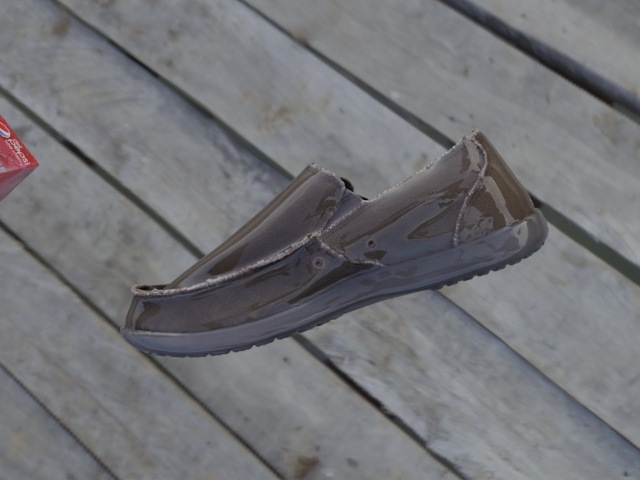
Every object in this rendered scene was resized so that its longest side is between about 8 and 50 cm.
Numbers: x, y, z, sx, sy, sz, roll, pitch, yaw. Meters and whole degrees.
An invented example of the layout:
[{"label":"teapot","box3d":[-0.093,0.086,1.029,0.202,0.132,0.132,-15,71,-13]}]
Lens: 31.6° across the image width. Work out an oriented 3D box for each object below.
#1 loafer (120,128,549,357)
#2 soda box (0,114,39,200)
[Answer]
[{"label":"loafer","box3d":[0.000,0.000,0.958,0.366,0.134,0.130,-18,92,2]},{"label":"soda box","box3d":[-0.338,-0.004,0.846,0.263,0.092,0.083,-38,88,22]}]
